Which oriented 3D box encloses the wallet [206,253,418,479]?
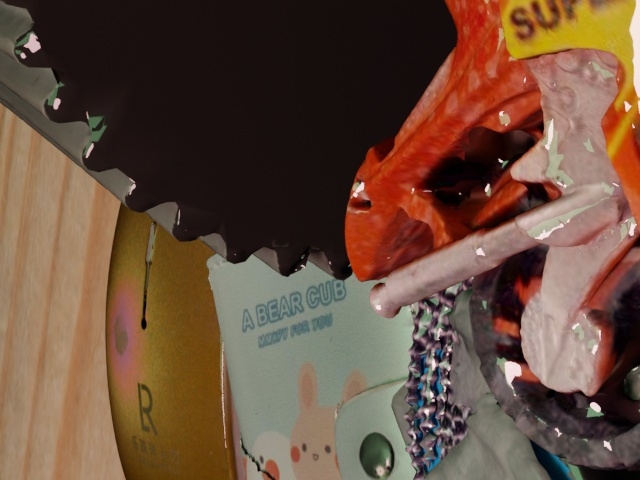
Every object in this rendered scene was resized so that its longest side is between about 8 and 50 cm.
[{"bbox_3d":[0.026,0.105,0.828,0.176,0.075,0.250,-23,73,47],"label":"wallet"}]

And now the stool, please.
[{"bbox_3d":[-0.048,-0.161,0.792,0.330,0.297,0.297,-154,69,-63],"label":"stool"}]

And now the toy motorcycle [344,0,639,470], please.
[{"bbox_3d":[0.091,-0.077,0.503,0.171,0.089,0.298,36,127,33],"label":"toy motorcycle"}]

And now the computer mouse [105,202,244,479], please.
[{"bbox_3d":[-0.074,0.047,1.035,0.158,0.072,0.310,7,95,58],"label":"computer mouse"}]

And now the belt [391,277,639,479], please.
[{"bbox_3d":[0.150,0.087,0.596,0.260,0.122,0.325,-52,48,36],"label":"belt"}]
